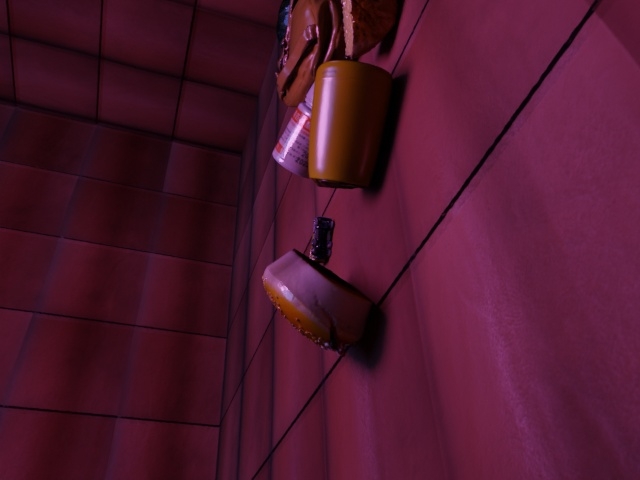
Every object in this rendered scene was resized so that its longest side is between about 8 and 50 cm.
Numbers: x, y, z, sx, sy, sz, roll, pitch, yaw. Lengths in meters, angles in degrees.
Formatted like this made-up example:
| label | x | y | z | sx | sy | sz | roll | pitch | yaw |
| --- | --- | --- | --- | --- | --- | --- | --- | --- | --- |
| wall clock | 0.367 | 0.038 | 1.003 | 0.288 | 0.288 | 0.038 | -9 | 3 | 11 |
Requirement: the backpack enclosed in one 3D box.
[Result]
| label | x | y | z | sx | sy | sz | roll | pitch | yaw |
| --- | --- | --- | --- | --- | --- | --- | --- | --- | --- |
| backpack | -0.014 | -0.583 | 1.698 | 0.378 | 0.201 | 0.353 | 125 | 151 | -51 |

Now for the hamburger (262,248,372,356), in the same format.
| label | x | y | z | sx | sy | sz | roll | pitch | yaw |
| --- | --- | --- | --- | --- | --- | --- | --- | --- | --- |
| hamburger | -0.015 | 0.128 | 1.196 | 0.151 | 0.227 | 0.295 | -55 | 14 | 2 |

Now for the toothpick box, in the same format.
| label | x | y | z | sx | sy | sz | roll | pitch | yaw |
| --- | --- | --- | --- | --- | --- | --- | --- | --- | --- |
| toothpick box | 0.060 | -0.248 | 1.270 | 0.175 | 0.175 | 0.271 | -158 | 76 | -74 |

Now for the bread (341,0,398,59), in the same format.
| label | x | y | z | sx | sy | sz | roll | pitch | yaw |
| --- | --- | --- | --- | --- | --- | --- | --- | --- | --- |
| bread | 0.115 | -0.562 | 1.347 | 0.129 | 0.134 | 0.260 | -109 | 17 | -79 |

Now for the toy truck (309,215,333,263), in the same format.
| label | x | y | z | sx | sy | sz | roll | pitch | yaw |
| --- | --- | --- | --- | --- | --- | --- | --- | --- | --- |
| toy truck | 0.000 | 0.000 | 1.533 | 0.063 | 0.052 | 0.123 | 137 | 140 | -75 |

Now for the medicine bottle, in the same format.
| label | x | y | z | sx | sy | sz | roll | pitch | yaw |
| --- | --- | --- | --- | --- | --- | --- | --- | --- | --- |
| medicine bottle | -0.017 | -0.308 | 1.564 | 0.252 | 0.145 | 0.144 | -56 | 23 | 17 |

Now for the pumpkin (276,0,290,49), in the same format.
| label | x | y | z | sx | sy | sz | roll | pitch | yaw |
| --- | --- | --- | --- | --- | --- | --- | --- | --- | --- |
| pumpkin | -0.052 | -0.776 | 1.982 | 0.263 | 0.197 | 0.292 | -142 | 66 | -76 |
